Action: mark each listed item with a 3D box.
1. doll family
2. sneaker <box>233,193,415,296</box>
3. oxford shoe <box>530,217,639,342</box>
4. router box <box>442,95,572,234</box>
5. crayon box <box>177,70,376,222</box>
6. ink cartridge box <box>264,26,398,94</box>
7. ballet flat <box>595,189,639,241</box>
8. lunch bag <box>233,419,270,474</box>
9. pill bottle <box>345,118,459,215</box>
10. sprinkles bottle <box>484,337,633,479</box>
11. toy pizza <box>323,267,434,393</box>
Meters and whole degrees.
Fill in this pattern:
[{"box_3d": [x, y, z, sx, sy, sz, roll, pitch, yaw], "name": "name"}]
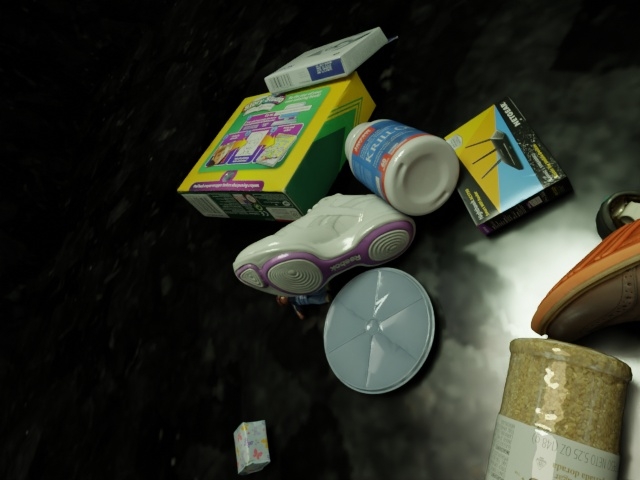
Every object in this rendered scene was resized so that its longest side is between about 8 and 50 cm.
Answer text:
[{"box_3d": [-0.037, 0.049, 0.817, 0.111, 0.076, 0.193, -10, 58, 19], "name": "doll family"}, {"box_3d": [0.000, 0.000, 0.740, 0.305, 0.114, 0.152, -16, 41, -7], "name": "sneaker"}, {"box_3d": [0.319, 0.038, 0.378, 0.130, 0.364, 0.133, -33, 69, -21], "name": "oxford shoe"}, {"box_3d": [0.269, -0.115, 0.655, 0.133, 0.046, 0.179, -34, 50, 25], "name": "router box"}, {"box_3d": [-0.103, -0.196, 0.938, 0.363, 0.106, 0.313, 6, 58, 43], "name": "crayon box"}, {"box_3d": [0.024, -0.402, 0.942, 0.223, 0.045, 0.224, 3, 40, 41], "name": "ink cartridge box"}, {"box_3d": [0.410, 0.025, 0.425, 0.280, 0.096, 0.095, 37, 94, 45], "name": "ballet flat"}, {"box_3d": [-0.121, 0.361, 0.746, 0.083, 0.053, 0.071, -56, 39, 41], "name": "lunch bag"}, {"box_3d": [0.121, -0.135, 0.724, 0.124, 0.124, 0.221, -52, 30, 7], "name": "pill bottle"}, {"box_3d": [0.223, 0.285, 0.436, 0.121, 0.121, 0.355, 5, 72, 42], "name": "sprinkles bottle"}, {"box_3d": [0.091, 0.141, 0.689, 0.201, 0.032, 0.201, -19, 56, 32], "name": "toy pizza"}]
